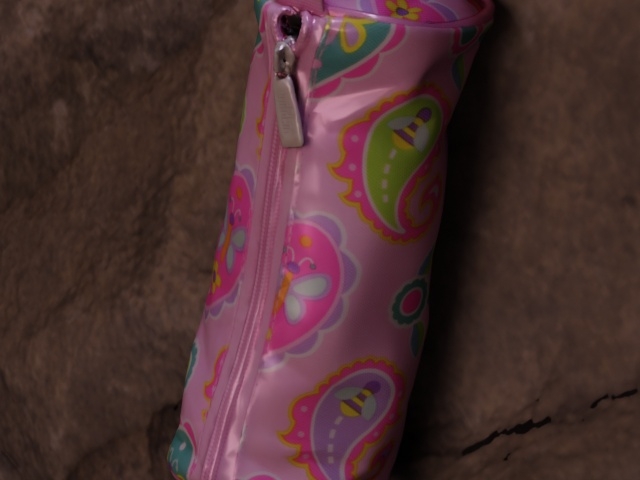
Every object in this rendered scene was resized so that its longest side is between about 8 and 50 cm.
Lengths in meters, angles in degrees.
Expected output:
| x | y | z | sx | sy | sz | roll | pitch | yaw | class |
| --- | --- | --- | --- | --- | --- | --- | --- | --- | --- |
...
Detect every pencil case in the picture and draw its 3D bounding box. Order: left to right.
| x | y | z | sx | sy | sz | roll | pitch | yaw | class |
| --- | --- | --- | --- | --- | --- | --- | --- | --- | --- |
| 0.000 | 0.000 | 0.927 | 0.124 | 0.124 | 0.284 | 27 | 115 | 38 | pencil case |
